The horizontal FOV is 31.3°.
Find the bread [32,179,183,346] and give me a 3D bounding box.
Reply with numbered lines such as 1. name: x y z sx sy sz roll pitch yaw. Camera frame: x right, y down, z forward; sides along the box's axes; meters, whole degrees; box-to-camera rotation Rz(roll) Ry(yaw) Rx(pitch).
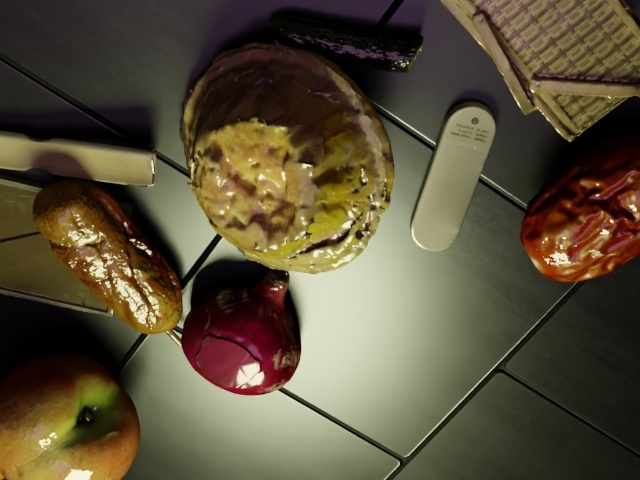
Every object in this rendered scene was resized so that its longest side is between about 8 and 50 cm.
1. bread: -0.304 0.047 1.730 0.124 0.084 0.344 -25 121 18

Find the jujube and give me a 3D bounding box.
1. jujube: 0.403 -0.043 1.617 0.250 0.174 0.174 -40 111 18

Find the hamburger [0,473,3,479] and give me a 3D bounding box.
1. hamburger: -0.599 0.363 1.942 0.165 0.087 0.137 -24 115 14

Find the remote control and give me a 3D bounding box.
1. remote control: 0.194 -0.091 1.685 0.077 0.022 0.245 12 119 -7

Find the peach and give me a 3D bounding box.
1. peach: -0.419 0.303 1.822 0.252 0.252 0.252 1 120 2

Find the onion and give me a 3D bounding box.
1. onion: -0.105 0.138 1.773 0.195 0.140 0.218 32 113 -7

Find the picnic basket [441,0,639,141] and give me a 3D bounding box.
1. picnic basket: 0.271 -0.296 1.445 0.175 0.228 0.313 -39 111 20

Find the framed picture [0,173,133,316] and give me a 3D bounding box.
1. framed picture: -0.448 0.002 1.770 0.289 0.016 0.213 12 120 -5

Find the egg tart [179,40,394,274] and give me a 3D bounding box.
1. egg tart: -0.067 -0.096 1.581 0.351 0.150 0.352 12 119 23

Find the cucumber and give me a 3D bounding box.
1. cucumber: 0.031 -0.272 1.571 0.214 0.052 0.058 10 100 -3

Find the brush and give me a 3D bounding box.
1. brush: -0.392 -0.131 1.678 0.320 0.050 0.060 7 123 7
